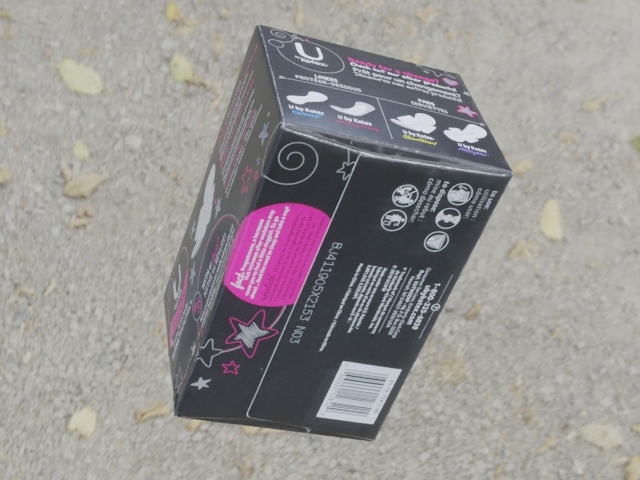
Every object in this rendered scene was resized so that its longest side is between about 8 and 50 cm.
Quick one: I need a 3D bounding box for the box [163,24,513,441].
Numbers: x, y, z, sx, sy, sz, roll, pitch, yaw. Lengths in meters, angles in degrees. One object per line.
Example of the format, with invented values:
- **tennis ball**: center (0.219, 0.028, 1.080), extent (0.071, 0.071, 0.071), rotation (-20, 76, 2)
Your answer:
- **box**: center (0.000, 0.000, 0.767), extent (0.163, 0.247, 0.142), rotation (10, 35, -19)
